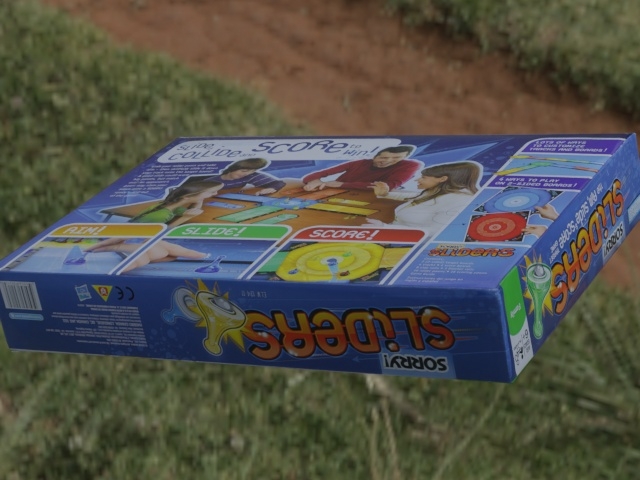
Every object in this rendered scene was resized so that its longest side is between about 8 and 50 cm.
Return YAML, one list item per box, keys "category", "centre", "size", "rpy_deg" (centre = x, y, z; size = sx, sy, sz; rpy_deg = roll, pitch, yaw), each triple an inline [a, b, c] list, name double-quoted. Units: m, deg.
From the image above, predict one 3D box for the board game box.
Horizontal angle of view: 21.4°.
- category: "board game box"
  centre: [0.000, 0.000, 0.617]
  size: [0.201, 0.035, 0.136]
  rpy_deg: [2, 25, 30]
